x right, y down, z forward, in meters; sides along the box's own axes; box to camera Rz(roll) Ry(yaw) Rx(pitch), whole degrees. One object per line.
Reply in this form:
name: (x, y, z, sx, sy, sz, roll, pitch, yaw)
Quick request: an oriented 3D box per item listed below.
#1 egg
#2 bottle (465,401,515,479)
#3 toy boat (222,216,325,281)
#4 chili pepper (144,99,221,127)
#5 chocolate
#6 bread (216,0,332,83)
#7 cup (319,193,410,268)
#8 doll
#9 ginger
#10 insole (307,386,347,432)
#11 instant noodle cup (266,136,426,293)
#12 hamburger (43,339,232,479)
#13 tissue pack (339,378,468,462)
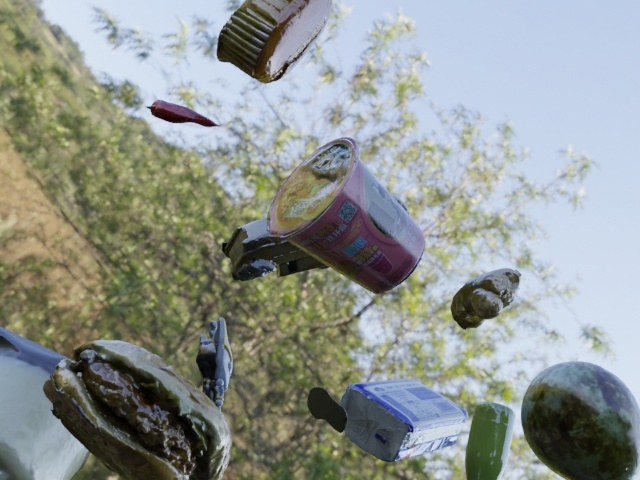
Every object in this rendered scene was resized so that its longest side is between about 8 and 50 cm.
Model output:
egg: (0.556, 0.389, 1.787, 0.289, 0.238, 0.238, 47, -18, 8)
bottle: (0.439, 0.564, 2.261, 0.112, 0.260, 0.112, 14, -21, 6)
toy boat: (0.000, 0.000, 1.976, 0.136, 0.445, 0.162, -116, -168, -53)
chili pepper: (-0.313, -0.284, 1.952, 0.178, 0.045, 0.027, 17, -23, -8)
chocolate: (-0.572, 0.362, 1.479, 0.314, 0.326, 0.297, 28, 12, -7)
bread: (-0.091, -0.475, 1.898, 0.156, 0.288, 0.204, 35, -22, 8)
cup: (0.076, -0.056, 2.443, 0.273, 0.288, 0.208, 26, -56, 54)
doll: (-0.300, 0.371, 2.405, 0.145, 0.103, 0.316, 98, -7, -60)
ginger: (0.295, 0.097, 1.530, 0.081, 0.115, 0.205, 22, -14, -7)
insole: (0.012, 0.332, 1.692, 0.004, 0.064, 0.188, 13, 3, -24)
instant noodle cup: (0.064, -0.031, 1.647, 0.255, 0.244, 0.244, 41, -12, -26)
hamburger: (-0.234, 0.237, 1.117, 0.259, 0.144, 0.283, 46, -21, 0)
tissue pack: (0.196, 0.432, 2.064, 0.209, 0.137, 0.270, 26, 13, 37)
